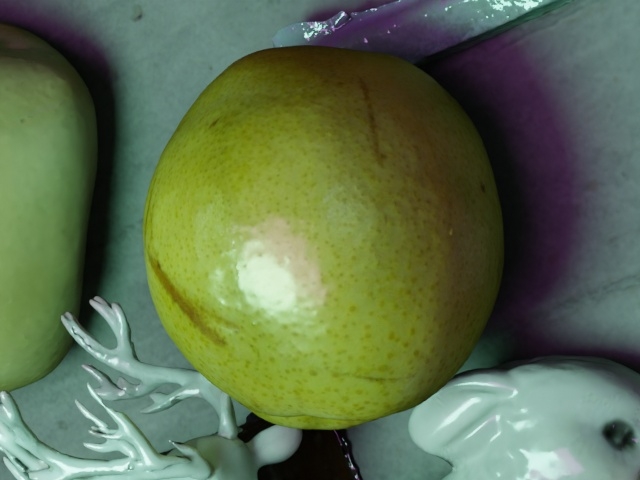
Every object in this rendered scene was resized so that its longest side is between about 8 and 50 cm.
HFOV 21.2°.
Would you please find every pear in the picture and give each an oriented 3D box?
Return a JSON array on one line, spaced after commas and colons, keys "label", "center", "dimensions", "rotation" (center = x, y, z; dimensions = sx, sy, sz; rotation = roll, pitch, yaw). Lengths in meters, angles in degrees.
[{"label": "pear", "center": [0.000, 0.000, 1.395], "dimensions": [0.314, 0.314, 0.314], "rotation": [7, 103, 31]}]

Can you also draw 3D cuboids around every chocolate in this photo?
[{"label": "chocolate", "center": [-0.118, 0.244, 1.626], "dimensions": [0.321, 0.112, 0.112], "rotation": [-21, 90, 33]}]

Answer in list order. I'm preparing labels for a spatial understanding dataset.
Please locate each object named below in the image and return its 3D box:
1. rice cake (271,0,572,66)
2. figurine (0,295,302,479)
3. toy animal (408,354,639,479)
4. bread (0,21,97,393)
[{"label": "rice cake", "center": [0.080, -0.187, 1.452], "dimensions": [0.290, 0.051, 0.081], "rotation": [-20, 97, 32]}, {"label": "figurine", "center": [-0.158, 0.232, 1.471], "dimensions": [0.284, 0.206, 0.315], "rotation": [20, 110, 14]}, {"label": "toy animal", "center": [0.137, 0.234, 1.436], "dimensions": [0.258, 0.194, 0.357], "rotation": [41, 105, 35]}, {"label": "bread", "center": [-0.391, -0.021, 1.664], "dimensions": [0.348, 0.253, 0.376], "rotation": [18, 110, 24]}]
